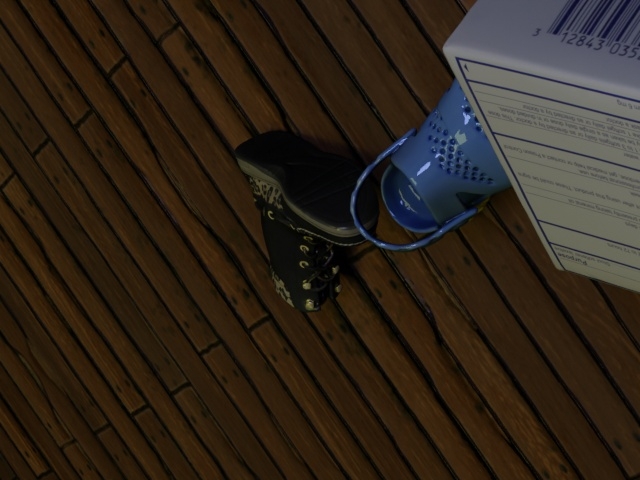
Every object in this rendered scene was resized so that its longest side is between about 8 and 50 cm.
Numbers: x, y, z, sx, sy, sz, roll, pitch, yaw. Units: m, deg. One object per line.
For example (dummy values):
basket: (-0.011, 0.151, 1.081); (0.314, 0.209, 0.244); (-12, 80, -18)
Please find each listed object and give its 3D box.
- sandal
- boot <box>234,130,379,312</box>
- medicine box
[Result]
sandal: (0.128, -0.076, 1.607); (0.126, 0.138, 0.317); (51, 143, 9)
boot: (0.001, -0.001, 1.840); (0.236, 0.085, 0.178); (36, 146, 52)
medicine box: (0.277, -0.079, 1.341); (0.263, 0.149, 0.289); (19, 154, 40)
